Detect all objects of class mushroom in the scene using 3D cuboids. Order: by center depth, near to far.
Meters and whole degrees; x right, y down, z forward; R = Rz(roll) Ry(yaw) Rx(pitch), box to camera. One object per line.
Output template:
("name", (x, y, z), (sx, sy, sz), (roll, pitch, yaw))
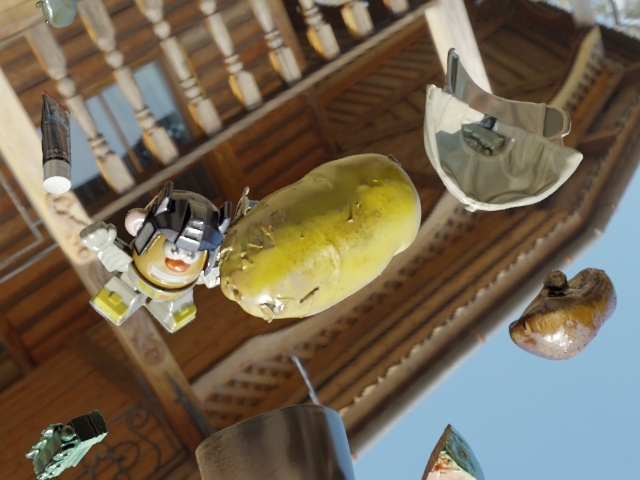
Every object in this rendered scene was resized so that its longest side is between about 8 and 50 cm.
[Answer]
("mushroom", (0.463, 0.147, 1.651), (0.231, 0.194, 0.138), (-30, -119, -28))

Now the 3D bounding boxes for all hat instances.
("hat", (0.213, -0.140, 1.160), (0.164, 0.219, 0.226), (-62, -172, 14))

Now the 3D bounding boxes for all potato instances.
("potato", (0.000, 0.000, 1.145), (0.300, 0.173, 0.140), (-32, -159, -26))

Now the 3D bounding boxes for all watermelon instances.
("watermelon", (0.254, 0.420, 1.656), (0.128, 0.231, 0.146), (11, -132, -1))

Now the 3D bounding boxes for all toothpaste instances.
("toothpaste", (-0.439, -0.164, 1.462), (0.045, 0.071, 0.193), (-24, -125, 16))

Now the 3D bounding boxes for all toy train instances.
("toy train", (-0.480, 0.389, 1.648), (0.111, 0.071, 0.170), (-12, 153, -45))

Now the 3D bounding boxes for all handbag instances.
("handbag", (-0.432, -0.403, 1.435), (0.072, 0.111, 0.047), (-33, -122, -26))

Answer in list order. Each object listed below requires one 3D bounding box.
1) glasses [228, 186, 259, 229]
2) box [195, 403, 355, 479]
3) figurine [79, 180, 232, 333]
("glasses", (-0.062, 0.026, 1.522), (0.220, 0.190, 0.088), (21, -133, 7))
("box", (-0.074, 0.468, 1.653), (0.301, 0.301, 0.216), (-20, -121, 7))
("figurine", (-0.253, 0.023, 1.451), (0.308, 0.308, 0.143), (-28, -121, -8))
